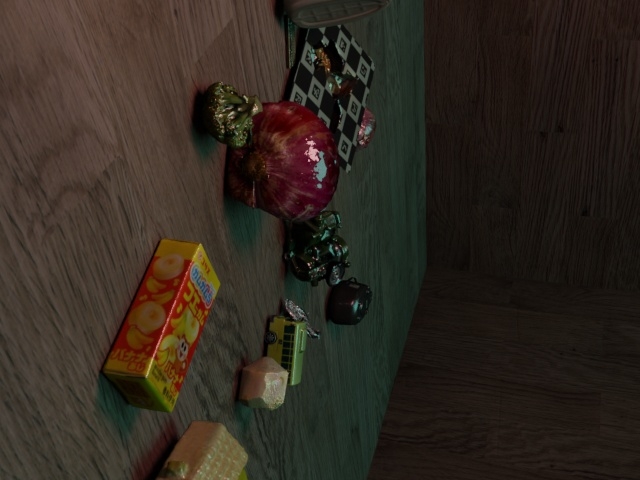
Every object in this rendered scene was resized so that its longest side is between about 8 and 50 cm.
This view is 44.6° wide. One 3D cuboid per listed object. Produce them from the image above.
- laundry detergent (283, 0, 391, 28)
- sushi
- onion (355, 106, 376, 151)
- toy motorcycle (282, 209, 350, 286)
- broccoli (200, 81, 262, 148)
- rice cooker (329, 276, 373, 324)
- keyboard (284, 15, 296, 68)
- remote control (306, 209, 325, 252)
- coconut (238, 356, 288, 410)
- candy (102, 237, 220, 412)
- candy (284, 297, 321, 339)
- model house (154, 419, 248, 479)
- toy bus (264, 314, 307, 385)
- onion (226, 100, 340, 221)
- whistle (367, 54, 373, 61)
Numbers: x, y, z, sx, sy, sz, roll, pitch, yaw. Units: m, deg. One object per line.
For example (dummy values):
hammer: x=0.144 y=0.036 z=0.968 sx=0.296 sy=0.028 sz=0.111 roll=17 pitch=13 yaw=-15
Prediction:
laundry detergent: x=0.038 y=-0.714 z=1.852 sx=0.125 sy=0.264 sz=0.397 roll=42 pitch=44 yaw=-66
sushi: x=0.012 y=-0.411 z=2.108 sx=0.343 sy=0.064 sz=0.359 roll=38 pitch=60 yaw=-52
onion: x=0.076 y=-0.328 z=2.311 sx=0.195 sy=0.159 sz=0.159 roll=142 pitch=-40 yaw=-72
toy motorcycle: x=0.000 y=0.000 z=2.103 sx=0.205 sy=0.127 sz=0.275 roll=-28 pitch=126 yaw=-44
broccoli: x=-0.172 y=-0.244 z=1.511 sx=0.130 sy=0.120 sz=0.131 roll=7 pitch=65 yaw=-67
rice cooker: x=0.098 y=0.207 z=2.621 sx=0.203 sy=0.118 sz=0.142 roll=-44 pitch=138 yaw=-60
keyboard: x=-0.073 y=-0.494 z=1.931 sx=0.049 sy=0.015 sz=0.129 roll=-54 pitch=147 yaw=-60
remote control: x=-0.030 y=-0.069 z=2.202 sx=0.097 sy=0.045 sz=0.256 roll=59 pitch=43 yaw=-49
coconut: x=-0.137 y=0.341 z=1.887 sx=0.116 sy=0.116 sz=0.122 roll=13 pitch=85 yaw=-74
candy: x=-0.273 y=0.148 z=1.381 sx=0.146 sy=0.088 sz=0.276 roll=74 pitch=27 yaw=-50
candy: x=-0.053 y=0.221 z=2.184 sx=0.051 sy=0.094 sz=0.226 roll=-41 pitch=151 yaw=-1
model house: x=-0.229 y=0.478 z=1.509 sx=0.193 sy=0.175 sz=0.234 roll=-59 pitch=154 yaw=-54
toy bus: x=-0.092 y=0.286 z=2.037 sx=0.088 sy=0.101 sz=0.175 roll=13 pitch=82 yaw=-74
onion: x=-0.069 y=-0.175 z=1.707 sx=0.272 sy=0.230 sz=0.256 roll=-49 pitch=143 yaw=-51
whistle: x=0.088 y=-0.495 z=2.365 sx=0.198 sy=0.104 sz=0.057 roll=-57 pitch=158 yaw=-29
